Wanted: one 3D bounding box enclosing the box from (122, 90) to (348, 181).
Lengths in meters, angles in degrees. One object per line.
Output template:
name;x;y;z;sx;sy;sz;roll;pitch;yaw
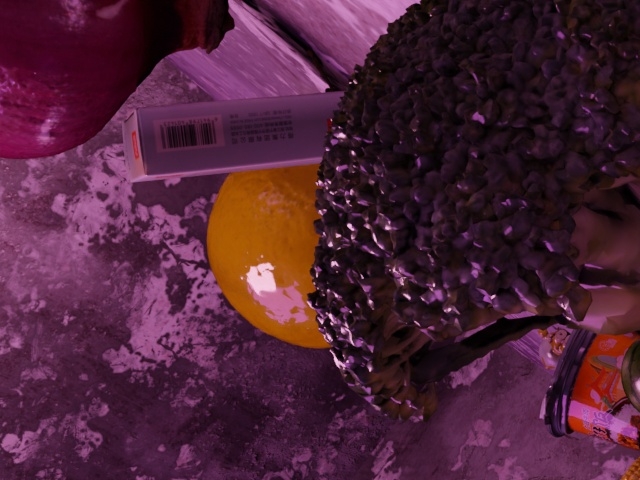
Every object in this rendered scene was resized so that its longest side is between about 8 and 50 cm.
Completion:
box;-0.090;-0.121;1.089;0.269;0.079;0.135;-8;-177;-18

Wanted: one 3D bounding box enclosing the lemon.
lemon;0.000;0.000;1.383;0.348;0.348;0.348;38;179;1

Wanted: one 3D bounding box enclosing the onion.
onion;-0.261;-0.251;0.971;0.385;0.347;0.348;-3;-157;-30

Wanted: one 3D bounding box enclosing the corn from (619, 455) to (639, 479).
corn;0.426;0.243;1.067;0.067;0.206;0.067;46;153;32

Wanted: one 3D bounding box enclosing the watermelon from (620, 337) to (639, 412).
watermelon;0.378;0.152;1.006;0.109;0.109;0.109;38;179;1

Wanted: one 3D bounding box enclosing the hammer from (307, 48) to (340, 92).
hammer;0.004;-0.197;1.104;0.029;0.014;0.123;28;173;21

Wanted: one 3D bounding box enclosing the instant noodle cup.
instant noodle cup;0.372;0.181;1.138;0.126;0.208;0.177;21;139;32

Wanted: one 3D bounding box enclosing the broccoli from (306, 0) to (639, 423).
broccoli;0.156;0.008;0.469;0.252;0.221;0.361;-14;140;41

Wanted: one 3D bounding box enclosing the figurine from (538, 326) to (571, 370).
figurine;0.474;0.216;1.821;0.101;0.068;0.143;43;166;-5
